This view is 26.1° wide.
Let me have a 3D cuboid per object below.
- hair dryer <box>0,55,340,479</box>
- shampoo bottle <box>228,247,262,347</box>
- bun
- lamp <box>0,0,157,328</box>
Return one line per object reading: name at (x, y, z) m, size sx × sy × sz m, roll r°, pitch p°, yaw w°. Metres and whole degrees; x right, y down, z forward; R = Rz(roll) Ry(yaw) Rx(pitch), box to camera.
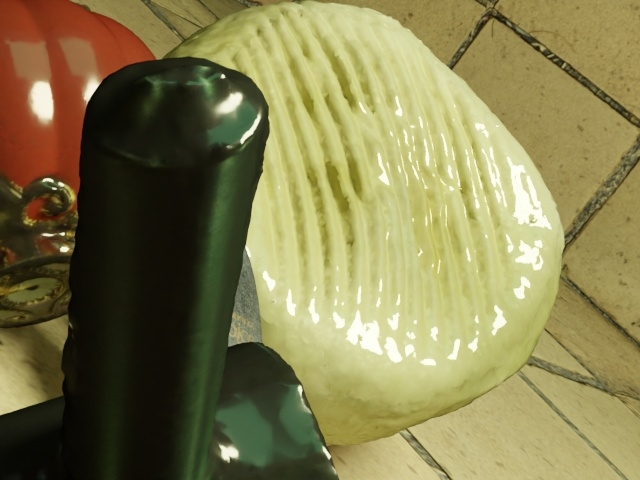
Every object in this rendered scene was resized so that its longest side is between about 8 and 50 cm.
hair dryer at (-0.104, 0.062, 0.444) m, size 0.244 × 0.302 × 0.116 m, roll -16°, pitch 54°, yaw -24°
shampoo bottle at (-0.071, 0.079, 0.832) m, size 0.087 × 0.049 × 0.234 m, roll 26°, pitch 48°, yaw -38°
bun at (0.000, 0.000, 1.067) m, size 0.352 × 0.227 × 0.349 m, roll 2°, pitch 62°, yaw -23°
lamp at (-0.197, -0.057, 0.842) m, size 0.227 × 0.227 × 0.227 m, roll 34°, pitch 13°, yaw -9°
